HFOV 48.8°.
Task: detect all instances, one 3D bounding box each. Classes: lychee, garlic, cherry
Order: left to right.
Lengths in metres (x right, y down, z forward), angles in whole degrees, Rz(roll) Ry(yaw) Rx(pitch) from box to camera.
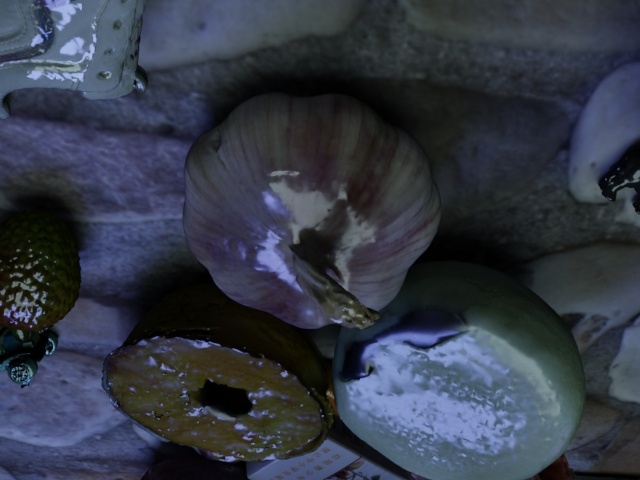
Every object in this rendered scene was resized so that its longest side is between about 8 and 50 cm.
[{"bbox_3d":[-0.299,0.037,0.715,0.114,0.114,0.147,15,115,-18],"label":"lychee"},{"bbox_3d":[-0.169,0.421,1.034,0.213,0.184,0.266,-34,111,14],"label":"cherry"},{"bbox_3d":[0.000,0.000,0.618,0.244,0.253,0.245,-5,125,-7],"label":"garlic"}]

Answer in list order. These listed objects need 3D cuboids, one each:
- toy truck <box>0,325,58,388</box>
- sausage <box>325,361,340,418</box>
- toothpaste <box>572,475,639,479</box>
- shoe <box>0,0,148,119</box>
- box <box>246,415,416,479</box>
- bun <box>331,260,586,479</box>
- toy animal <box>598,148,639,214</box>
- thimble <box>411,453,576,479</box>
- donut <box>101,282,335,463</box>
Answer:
[{"bbox_3d":[-0.396,0.129,0.822,0.154,0.080,0.078,-12,111,6],"label":"toy truck"},{"bbox_3d":[0.034,0.210,0.941,0.183,0.054,0.062,39,92,-30],"label":"sausage"},{"bbox_3d":[0.424,0.408,1.164,0.238,0.039,0.062,6,139,-7],"label":"toothpaste"},{"bbox_3d":[-0.172,-0.200,0.505,0.341,0.132,0.211,-17,136,16],"label":"shoe"},{"bbox_3d":[0.024,0.336,1.047,0.149,0.067,0.233,-35,125,27],"label":"box"},{"bbox_3d":[0.158,0.135,0.805,0.283,0.179,0.283,11,123,17],"label":"bun"},{"bbox_3d":[0.355,-0.048,0.733,0.135,0.047,0.065,28,117,-20],"label":"toy animal"},{"bbox_3d":[0.239,0.328,0.946,0.162,0.239,0.239,-27,129,23],"label":"thimble"},{"bbox_3d":[-0.111,0.159,0.832,0.271,0.107,0.272,6,135,6],"label":"donut"}]
